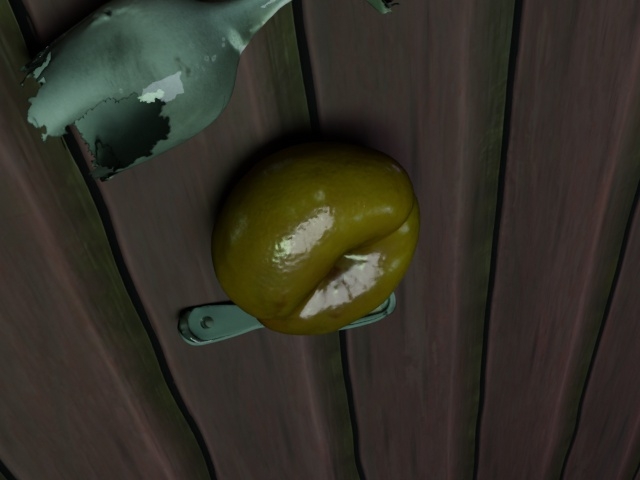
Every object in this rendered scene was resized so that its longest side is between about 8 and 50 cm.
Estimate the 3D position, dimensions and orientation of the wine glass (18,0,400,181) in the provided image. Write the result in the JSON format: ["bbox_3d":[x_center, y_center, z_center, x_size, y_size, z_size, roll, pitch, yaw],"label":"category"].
[{"bbox_3d":[-0.098,-0.177,0.662,0.321,0.143,0.143,-33,138,5],"label":"wine glass"}]

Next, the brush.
[{"bbox_3d":[-0.043,0.102,1.020,0.297,0.068,0.060,-6,154,-19],"label":"brush"}]

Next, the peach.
[{"bbox_3d":[0.000,0.000,0.876,0.251,0.153,0.251,-15,142,-12],"label":"peach"}]
